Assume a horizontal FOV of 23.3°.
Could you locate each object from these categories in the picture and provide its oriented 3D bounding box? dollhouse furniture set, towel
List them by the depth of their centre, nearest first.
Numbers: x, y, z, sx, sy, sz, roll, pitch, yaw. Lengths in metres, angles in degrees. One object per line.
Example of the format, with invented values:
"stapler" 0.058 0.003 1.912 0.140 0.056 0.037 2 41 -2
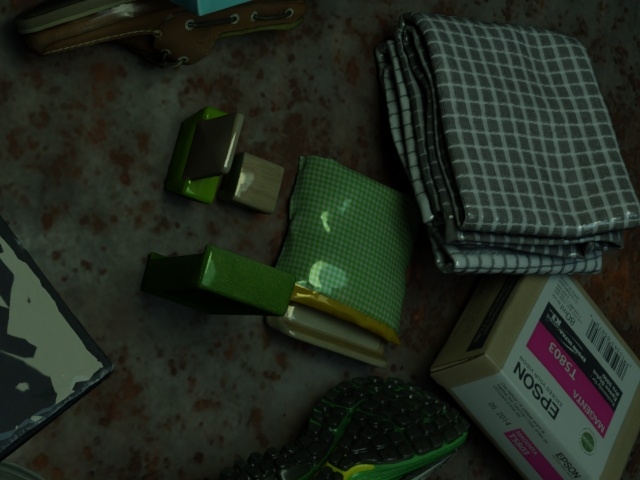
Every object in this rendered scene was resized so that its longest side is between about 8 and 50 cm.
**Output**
"dollhouse furniture set" 0.000 0.000 1.564 0.302 0.151 0.197 20 77 -27
"towel" 0.201 -0.105 1.658 0.235 0.121 0.283 3 61 -31

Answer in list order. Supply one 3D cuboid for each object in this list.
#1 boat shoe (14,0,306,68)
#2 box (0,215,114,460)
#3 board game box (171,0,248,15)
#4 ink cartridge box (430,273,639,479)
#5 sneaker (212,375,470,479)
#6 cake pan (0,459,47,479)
"boat shoe" -0.143 -0.218 1.522 0.307 0.111 0.104 -20 112 -23
"box" -0.449 0.025 1.066 0.297 0.480 0.471 -35 92 -29
"board game box" -0.044 -0.326 1.500 0.336 0.254 0.079 -21 124 -30
"ink cartridge box" 0.251 0.151 1.705 0.234 0.088 0.193 49 46 -18
"sneaker" 0.015 0.253 1.591 0.343 0.134 0.146 -26 136 -35
"cake pan" -0.323 0.343 1.412 0.293 0.054 0.293 3 85 -30
